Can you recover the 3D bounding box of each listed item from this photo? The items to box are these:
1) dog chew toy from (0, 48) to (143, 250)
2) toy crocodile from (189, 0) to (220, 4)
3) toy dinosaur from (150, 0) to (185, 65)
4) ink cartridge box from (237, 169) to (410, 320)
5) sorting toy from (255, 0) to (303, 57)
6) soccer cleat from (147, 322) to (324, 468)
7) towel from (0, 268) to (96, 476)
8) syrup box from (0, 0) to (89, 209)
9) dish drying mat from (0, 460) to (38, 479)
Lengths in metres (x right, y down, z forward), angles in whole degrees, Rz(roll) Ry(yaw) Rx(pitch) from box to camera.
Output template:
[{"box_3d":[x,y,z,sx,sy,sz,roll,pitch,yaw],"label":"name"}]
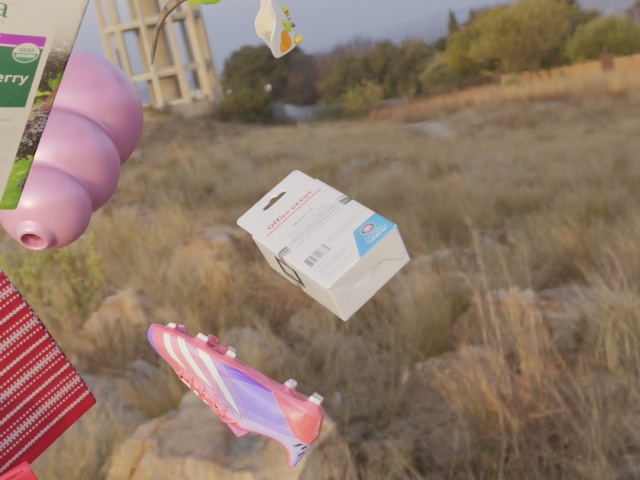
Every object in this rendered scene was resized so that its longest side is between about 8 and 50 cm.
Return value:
[{"box_3d":[-0.379,-0.126,1.330,0.206,0.207,0.332,-8,49,14],"label":"dog chew toy"},{"box_3d":[-0.113,-0.459,1.150,0.105,0.341,0.115,-2,49,-26],"label":"toy crocodile"},{"box_3d":[-0.089,-0.232,0.786,0.211,0.112,0.064,-4,-16,38],"label":"toy dinosaur"},{"box_3d":[0.000,0.000,1.013,0.104,0.060,0.180,-42,43,-14],"label":"ink cartridge box"},{"box_3d":[-0.057,-0.273,1.094,0.044,0.075,0.083,-24,34,-5],"label":"sorting toy"},{"box_3d":[-0.113,0.181,1.100,0.248,0.095,0.083,27,-4,8],"label":"soccer cleat"},{"box_3d":[-0.409,0.186,1.121,0.031,0.275,0.199,23,56,38],"label":"towel"},{"box_3d":[-0.249,-0.127,0.650,0.093,0.096,0.237,-3,-33,-35],"label":"syrup box"},{"box_3d":[-0.370,0.291,1.048,0.083,0.032,0.008,-32,9,-24],"label":"dish drying mat"}]
